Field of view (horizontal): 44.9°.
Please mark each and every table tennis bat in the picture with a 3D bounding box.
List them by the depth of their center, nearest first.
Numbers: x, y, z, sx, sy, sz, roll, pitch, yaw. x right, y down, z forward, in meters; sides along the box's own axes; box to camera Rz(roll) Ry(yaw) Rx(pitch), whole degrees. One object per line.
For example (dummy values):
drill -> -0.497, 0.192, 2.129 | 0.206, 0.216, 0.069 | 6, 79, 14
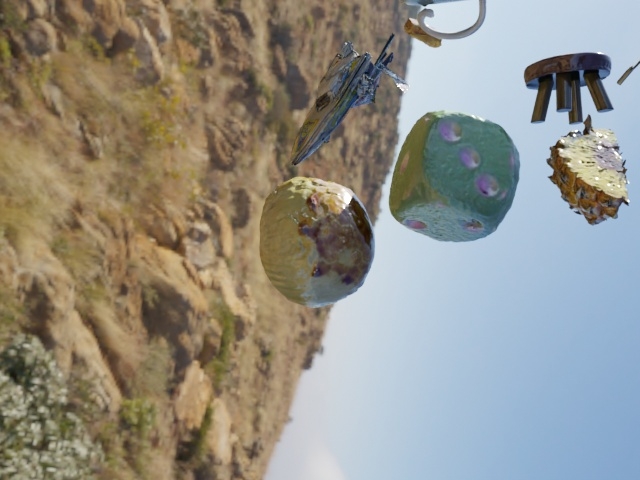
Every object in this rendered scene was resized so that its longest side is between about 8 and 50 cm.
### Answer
table tennis bat -> 0.871, -0.492, 2.127 | 0.158, 0.014, 0.095 | -56, 177, 39

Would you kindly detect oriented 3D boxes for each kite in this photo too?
kite -> 0.164, -0.385, 1.812 | 0.005, 0.152, 0.137 | -52, -131, 24
kite -> 0.140, -0.434, 2.152 | 0.234, 0.016, 0.321 | -52, 169, -23

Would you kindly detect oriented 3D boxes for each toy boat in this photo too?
toy boat -> 0.012, -0.200, 1.178 | 0.084, 0.066, 0.210 | 19, -105, 54

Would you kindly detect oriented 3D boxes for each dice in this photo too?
dice -> 0.411, -0.193, 2.407 | 0.318, 0.330, 0.322 | 131, -23, -69

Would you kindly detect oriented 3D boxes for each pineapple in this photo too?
pineapple -> 0.563, -0.137, 1.690 | 0.335, 0.161, 0.158 | -78, 171, -46

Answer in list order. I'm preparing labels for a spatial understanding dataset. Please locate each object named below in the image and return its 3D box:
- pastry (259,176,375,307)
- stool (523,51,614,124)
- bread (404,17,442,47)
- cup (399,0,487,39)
pastry -> 0.000, 0.000, 2.258 | 0.388, 0.312, 0.389 | -9, 90, -72
stool -> 0.788, -0.478, 2.456 | 0.272, 0.272, 0.179 | 101, -14, -85
bread -> 0.332, -0.668, 2.498 | 0.053, 0.132, 0.074 | -61, -153, 27
cup -> 0.338, -0.740, 2.162 | 0.259, 0.274, 0.357 | -60, 145, -68
